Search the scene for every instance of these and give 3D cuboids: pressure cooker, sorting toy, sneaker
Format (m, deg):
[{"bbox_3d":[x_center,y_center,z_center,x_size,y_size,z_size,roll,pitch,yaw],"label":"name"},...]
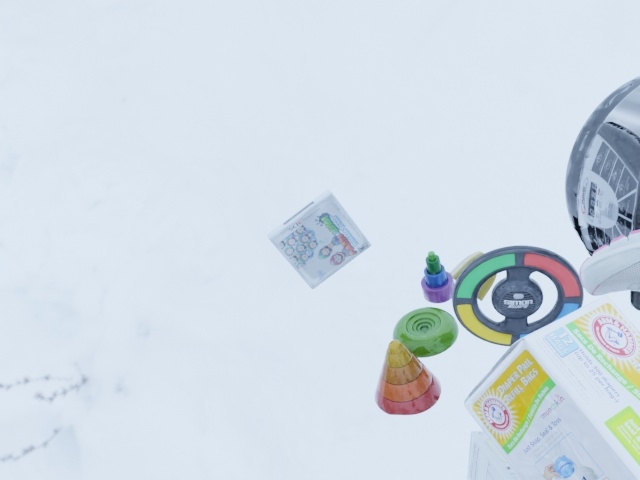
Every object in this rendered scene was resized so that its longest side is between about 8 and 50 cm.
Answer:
[{"bbox_3d":[0.582,-0.068,1.386,0.370,0.420,0.375,-44,114,2],"label":"pressure cooker"},{"bbox_3d":[0.179,0.148,1.695,0.127,0.366,0.126,0,128,23],"label":"sorting toy"},{"bbox_3d":[0.377,0.044,0.898,0.252,0.103,0.111,-6,79,37],"label":"sneaker"}]

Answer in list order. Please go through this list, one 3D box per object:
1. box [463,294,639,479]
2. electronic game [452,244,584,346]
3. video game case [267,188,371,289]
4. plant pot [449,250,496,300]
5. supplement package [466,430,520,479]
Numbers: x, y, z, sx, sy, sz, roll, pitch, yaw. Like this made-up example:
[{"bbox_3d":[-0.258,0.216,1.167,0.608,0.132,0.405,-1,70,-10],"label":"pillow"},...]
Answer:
[{"bbox_3d":[0.228,0.160,0.708,0.203,0.114,0.103,52,140,22],"label":"box"},{"bbox_3d":[0.348,0.102,1.625,0.229,0.048,0.229,3,128,4],"label":"electronic game"},{"bbox_3d":[0.000,0.000,1.706,0.143,0.019,0.157,-37,126,3],"label":"video game case"},{"bbox_3d":[0.333,0.069,1.959,0.081,0.081,0.083,39,93,0],"label":"plant pot"},{"bbox_3d":[0.423,0.518,1.826,0.199,0.263,0.198,1,101,-9],"label":"supplement package"}]
